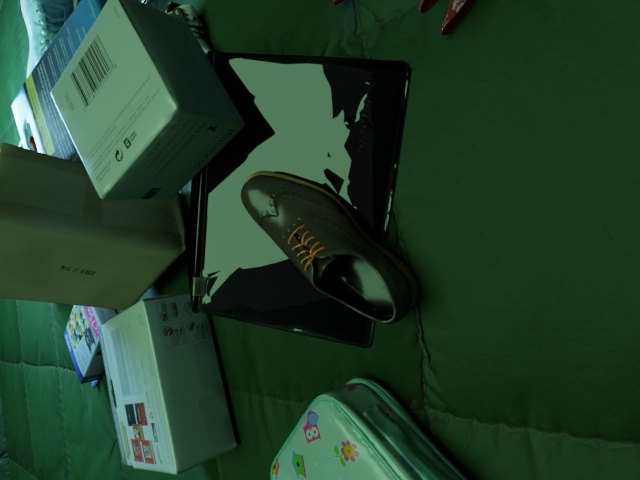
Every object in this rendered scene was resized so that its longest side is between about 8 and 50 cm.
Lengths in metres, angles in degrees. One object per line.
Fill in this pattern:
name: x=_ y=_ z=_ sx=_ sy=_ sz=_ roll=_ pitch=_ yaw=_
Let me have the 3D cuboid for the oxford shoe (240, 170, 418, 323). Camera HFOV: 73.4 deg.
oxford shoe: x=0.000 y=0.000 z=0.526 sx=0.272 sy=0.098 sz=0.096 roll=35 pitch=106 yaw=13

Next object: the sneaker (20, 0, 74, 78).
sneaker: x=-0.735 y=-0.557 z=1.205 sx=0.150 sy=0.135 sz=0.365 roll=33 pitch=124 yaw=28

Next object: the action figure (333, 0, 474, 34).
action figure: x=0.038 y=-0.329 z=0.523 sx=0.139 sy=0.092 sz=0.280 roll=-43 pitch=65 yaw=26

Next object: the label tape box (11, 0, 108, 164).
label tape box: x=-0.465 y=-0.271 z=0.863 sx=0.348 sy=0.115 sz=0.248 roll=-34 pitch=73 yaw=28

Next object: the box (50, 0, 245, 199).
box: x=-0.230 y=-0.176 z=0.568 sx=0.181 sy=0.119 sz=0.181 roll=-36 pitch=77 yaw=28

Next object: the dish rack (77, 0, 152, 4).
dish rack: x=-0.456 y=-0.562 z=0.935 sx=0.272 sy=0.074 sz=0.208 roll=-11 pitch=100 yaw=50

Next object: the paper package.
paper package: x=-0.490 y=0.001 z=0.863 sx=0.310 sy=0.325 sz=0.168 roll=-39 pitch=50 yaw=38

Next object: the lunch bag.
lunch bag: x=0.075 y=0.327 z=0.529 sx=0.279 sy=0.108 sz=0.223 roll=42 pitch=117 yaw=31

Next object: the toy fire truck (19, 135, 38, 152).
toy fire truck: x=-0.571 y=-0.209 z=1.050 sx=0.254 sy=0.169 sz=0.302 roll=42 pitch=117 yaw=16

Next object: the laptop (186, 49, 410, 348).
laptop: x=-0.084 y=-0.080 z=0.706 sx=0.408 sy=0.237 sz=0.381 roll=-148 pitch=63 yaw=-68

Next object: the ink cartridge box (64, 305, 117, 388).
ink cartridge box: x=-0.668 y=0.276 z=1.241 sx=0.185 sy=0.065 sz=0.311 roll=52 pitch=126 yaw=27

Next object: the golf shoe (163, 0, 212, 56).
golf shoe: x=-0.249 y=-0.385 z=0.795 sx=0.198 sy=0.077 sz=0.093 roll=40 pitch=118 yaw=32

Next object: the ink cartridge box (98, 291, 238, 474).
ink cartridge box: x=-0.326 y=0.287 z=0.879 sx=0.272 sy=0.130 sz=0.309 roll=-25 pitch=76 yaw=43
